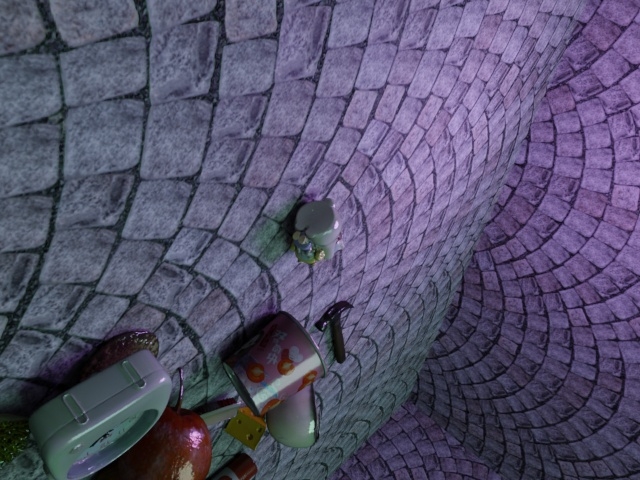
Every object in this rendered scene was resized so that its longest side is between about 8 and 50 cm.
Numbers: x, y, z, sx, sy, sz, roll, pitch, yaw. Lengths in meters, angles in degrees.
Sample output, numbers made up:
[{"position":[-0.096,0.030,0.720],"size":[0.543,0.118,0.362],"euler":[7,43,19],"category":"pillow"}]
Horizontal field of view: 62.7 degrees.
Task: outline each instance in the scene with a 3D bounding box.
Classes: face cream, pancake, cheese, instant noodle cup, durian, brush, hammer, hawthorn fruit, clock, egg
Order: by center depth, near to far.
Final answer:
[{"position":[-0.609,0.364,0.928],"size":[0.137,0.095,0.221],"euler":[-50,147,-9],"category":"durian"},{"position":[-0.463,0.388,1.110],"size":[0.265,0.108,0.324],"euler":[-30,158,-42],"category":"clock"},{"position":[-0.444,0.278,1.165],"size":[0.199,0.021,0.199],"euler":[-38,149,-28],"category":"pancake"},{"position":[-0.385,0.525,1.309],"size":[0.231,0.235,0.263],"euler":[-22,132,-33],"category":"hawthorn fruit"},{"position":[-0.141,0.364,1.535],"size":[0.231,0.243,0.243],"euler":[-32,146,-24],"category":"instant noodle cup"},{"position":[-0.375,0.525,1.539],"size":[0.321,0.050,0.060],"euler":[-5,129,-46],"category":"brush"},{"position":[-0.240,0.636,1.844],"size":[0.093,0.126,0.171],"euler":[-62,171,3],"category":"cheese"},{"position":[-0.111,0.597,1.877],"size":[0.174,0.286,0.264],"euler":[2,121,-13],"category":"egg"},{"position":[-0.343,0.894,1.949],"size":[0.214,0.096,0.096],"euler":[-32,145,-38],"category":"face cream"},{"position":[0.066,0.381,2.070],"size":[0.168,0.044,0.440],"euler":[-41,150,-22],"category":"hammer"}]

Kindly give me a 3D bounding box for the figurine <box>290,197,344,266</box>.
[{"position":[0.000,0.000,1.442],"size":[0.235,0.127,0.155],"euler":[73,39,-61],"category":"figurine"}]

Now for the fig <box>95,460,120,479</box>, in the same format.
[{"position":[-0.547,0.618,1.349],"size":[0.125,0.089,0.089],"euler":[-8,134,-18],"category":"fig"}]
